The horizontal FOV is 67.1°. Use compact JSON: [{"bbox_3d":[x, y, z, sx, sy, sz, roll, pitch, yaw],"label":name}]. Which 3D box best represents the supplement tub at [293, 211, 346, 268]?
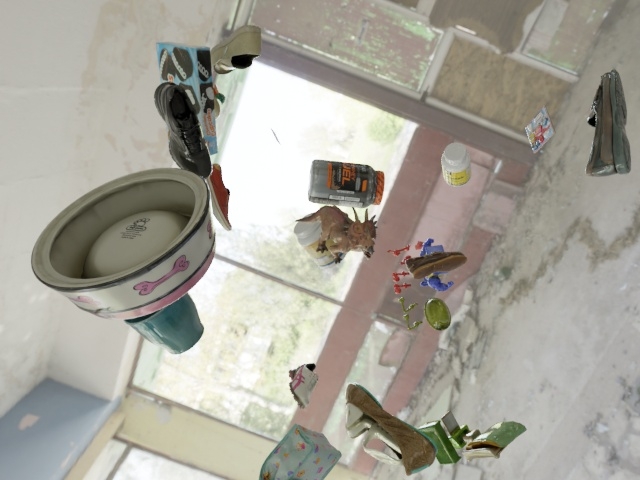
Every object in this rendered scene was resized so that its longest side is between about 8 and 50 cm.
[{"bbox_3d":[0.000,0.000,1.899,0.144,0.199,0.144,-30,28,18],"label":"supplement tub"}]

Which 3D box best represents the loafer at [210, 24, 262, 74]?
[{"bbox_3d":[-0.271,-0.581,1.524,0.268,0.102,0.092,-13,86,55],"label":"loafer"}]

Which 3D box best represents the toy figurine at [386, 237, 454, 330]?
[{"bbox_3d":[0.385,0.122,1.740,0.217,0.191,0.362,107,159,-57],"label":"toy figurine"}]

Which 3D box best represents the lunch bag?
[{"bbox_3d":[-0.082,0.827,1.752,0.262,0.160,0.223,-51,-42,-7],"label":"lunch bag"}]

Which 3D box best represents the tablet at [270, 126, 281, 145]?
[{"bbox_3d":[-0.209,-0.483,2.240,0.006,0.054,0.083,-33,-41,-5],"label":"tablet"}]

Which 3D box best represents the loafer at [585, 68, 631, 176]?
[{"bbox_3d":[0.622,-0.260,1.062,0.084,0.096,0.267,-12,57,41],"label":"loafer"}]

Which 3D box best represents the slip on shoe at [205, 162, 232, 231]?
[{"bbox_3d":[-0.417,-0.175,2.010,0.101,0.123,0.331,-28,-49,-21],"label":"slip on shoe"}]

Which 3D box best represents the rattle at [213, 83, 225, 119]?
[{"bbox_3d":[-0.344,-0.483,1.590,0.143,0.130,0.200,-36,5,-39],"label":"rattle"}]

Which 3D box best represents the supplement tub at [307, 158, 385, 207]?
[{"bbox_3d":[0.115,-0.258,2.229,0.207,0.338,0.207,-175,90,-85],"label":"supplement tub"}]

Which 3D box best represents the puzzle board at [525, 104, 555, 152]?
[{"bbox_3d":[0.679,-0.343,1.501,0.128,0.011,0.096,100,159,-72],"label":"puzzle board"}]

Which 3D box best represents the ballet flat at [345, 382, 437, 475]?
[{"bbox_3d":[0.146,0.497,1.274,0.124,0.342,0.116,-32,-55,-25],"label":"ballet flat"}]

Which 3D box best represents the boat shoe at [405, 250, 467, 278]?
[{"bbox_3d":[0.382,0.066,1.593,0.073,0.207,0.073,-117,24,-43],"label":"boat shoe"}]

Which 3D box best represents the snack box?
[{"bbox_3d":[-0.412,-0.437,1.496,0.060,0.187,0.321,-30,-49,-45],"label":"snack box"}]

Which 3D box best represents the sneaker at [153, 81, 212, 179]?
[{"bbox_3d":[-0.379,-0.300,1.357,0.109,0.286,0.130,-30,26,-21],"label":"sneaker"}]

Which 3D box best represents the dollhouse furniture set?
[{"bbox_3d":[0.538,0.673,1.726,0.198,0.151,0.301,-22,-13,-36],"label":"dollhouse furniture set"}]

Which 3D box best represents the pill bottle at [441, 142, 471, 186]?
[{"bbox_3d":[0.315,-0.177,1.117,0.065,0.065,0.116,-69,-24,-14],"label":"pill bottle"}]

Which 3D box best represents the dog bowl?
[{"bbox_3d":[-0.427,0.007,1.118,0.408,0.408,0.150,-70,-27,-43],"label":"dog bowl"}]

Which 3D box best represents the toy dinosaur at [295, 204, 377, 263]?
[{"bbox_3d":[0.063,-0.040,1.429,0.127,0.296,0.200,-42,-26,-29],"label":"toy dinosaur"}]

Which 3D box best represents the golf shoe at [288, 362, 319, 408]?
[{"bbox_3d":[-0.046,0.412,1.401,0.086,0.067,0.186,-29,17,3],"label":"golf shoe"}]

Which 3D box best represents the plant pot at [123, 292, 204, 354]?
[{"bbox_3d":[-0.626,0.329,2.009,0.255,0.272,0.271,61,-151,-30],"label":"plant pot"}]
